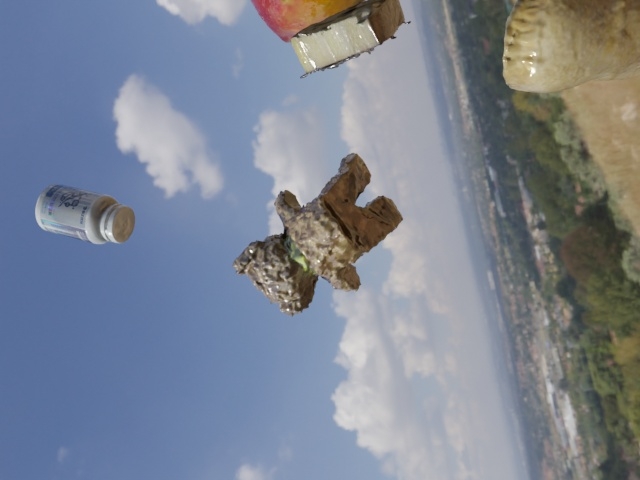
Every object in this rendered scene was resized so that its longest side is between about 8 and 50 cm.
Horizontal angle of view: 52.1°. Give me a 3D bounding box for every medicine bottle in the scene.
[{"bbox_3d":[-0.497,-0.053,1.392,0.107,0.191,0.107,13,-90,-72],"label":"medicine bottle"}]

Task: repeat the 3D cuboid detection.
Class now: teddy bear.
[{"bbox_3d":[0.003,-0.004,1.281,0.246,0.222,0.296,52,-141,-10],"label":"teddy bear"}]

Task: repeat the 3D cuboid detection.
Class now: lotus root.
[{"bbox_3d":[0.057,-0.345,1.075,0.170,0.260,0.074,-38,-69,-28],"label":"lotus root"}]

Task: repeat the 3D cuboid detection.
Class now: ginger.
[{"bbox_3d":[0.323,-0.228,0.677,0.190,0.353,0.126,47,149,52],"label":"ginger"}]

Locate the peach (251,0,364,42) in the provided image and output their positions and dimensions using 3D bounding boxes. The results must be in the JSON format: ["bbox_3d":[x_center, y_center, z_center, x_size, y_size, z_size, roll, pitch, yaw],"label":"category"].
[{"bbox_3d":[-0.014,-0.570,1.269,0.372,0.289,0.373,47,145,49],"label":"peach"}]
